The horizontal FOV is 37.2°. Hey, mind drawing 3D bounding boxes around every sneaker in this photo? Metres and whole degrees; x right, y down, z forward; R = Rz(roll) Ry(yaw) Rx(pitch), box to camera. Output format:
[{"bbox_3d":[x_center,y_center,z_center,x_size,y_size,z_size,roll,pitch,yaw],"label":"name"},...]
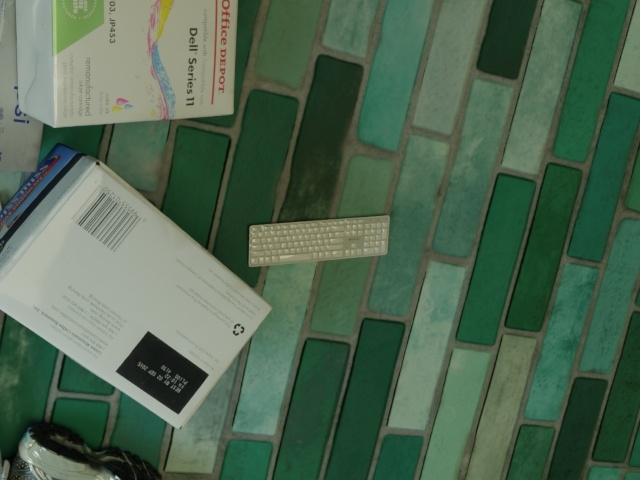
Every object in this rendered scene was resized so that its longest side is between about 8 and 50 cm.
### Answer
[{"bbox_3d":[-0.362,0.393,1.504,0.283,0.110,0.122,32,101,-20],"label":"sneaker"}]

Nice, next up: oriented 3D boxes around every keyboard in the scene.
[{"bbox_3d":[0.000,0.000,1.607,0.256,0.014,0.072,-5,103,-22],"label":"keyboard"}]

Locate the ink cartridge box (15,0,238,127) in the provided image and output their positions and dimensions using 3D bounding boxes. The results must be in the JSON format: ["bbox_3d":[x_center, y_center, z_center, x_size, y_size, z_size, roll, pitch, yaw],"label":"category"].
[{"bbox_3d":[-0.232,-0.277,1.323,0.354,0.119,0.207,-12,113,-39],"label":"ink cartridge box"}]

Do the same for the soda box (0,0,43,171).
[{"bbox_3d":[-0.433,-0.241,1.303,0.098,0.091,0.286,-2,105,-57],"label":"soda box"}]

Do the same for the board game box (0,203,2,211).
[{"bbox_3d":[-0.503,-0.013,1.380,0.090,0.020,0.090,-13,107,-21],"label":"board game box"}]

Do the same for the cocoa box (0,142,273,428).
[{"bbox_3d":[-0.292,0.061,1.365,0.347,0.228,0.231,42,82,-29],"label":"cocoa box"}]

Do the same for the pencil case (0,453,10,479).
[{"bbox_3d":[-0.523,0.260,1.375,0.113,0.124,0.273,-24,113,-54],"label":"pencil case"}]
